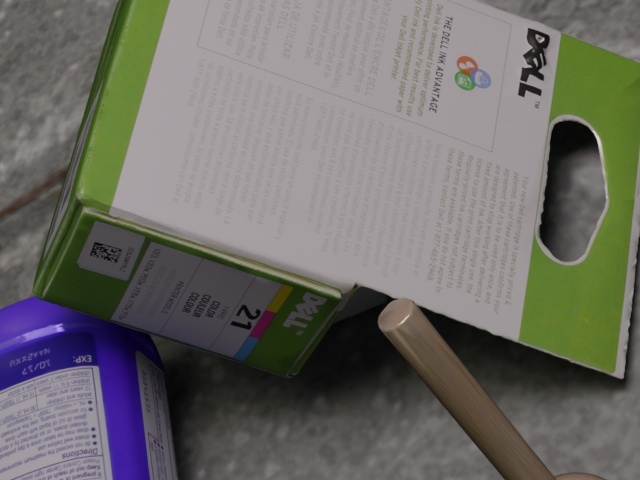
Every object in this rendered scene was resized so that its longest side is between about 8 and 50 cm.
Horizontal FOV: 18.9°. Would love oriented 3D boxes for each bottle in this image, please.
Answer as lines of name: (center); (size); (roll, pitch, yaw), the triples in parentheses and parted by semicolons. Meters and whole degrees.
bottle: (-0.117, 0.160, 0.873); (0.118, 0.092, 0.282); (-25, 50, 16)

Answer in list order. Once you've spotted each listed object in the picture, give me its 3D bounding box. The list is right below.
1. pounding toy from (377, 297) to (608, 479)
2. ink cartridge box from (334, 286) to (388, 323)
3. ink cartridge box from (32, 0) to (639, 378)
pounding toy: (0.002, 0.158, 0.782); (0.237, 0.183, 0.110); (-54, 24, -12)
ink cartridge box: (0.000, 0.000, 0.957); (0.048, 0.028, 0.083); (-23, 50, 12)
ink cartridge box: (0.017, -0.031, 0.902); (0.255, 0.097, 0.188); (19, 56, -11)
